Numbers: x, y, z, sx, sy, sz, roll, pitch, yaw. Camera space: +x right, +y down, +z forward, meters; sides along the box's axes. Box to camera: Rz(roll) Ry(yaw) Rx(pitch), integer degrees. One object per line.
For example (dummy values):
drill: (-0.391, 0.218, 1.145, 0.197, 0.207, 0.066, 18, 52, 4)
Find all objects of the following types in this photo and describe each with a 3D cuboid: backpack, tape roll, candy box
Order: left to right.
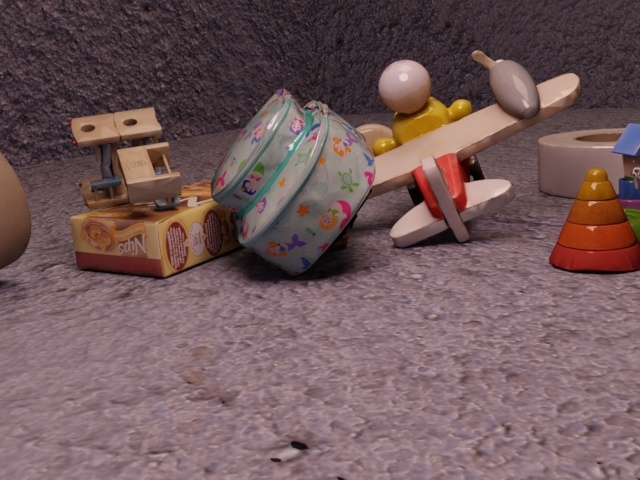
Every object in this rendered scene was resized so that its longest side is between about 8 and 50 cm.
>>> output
candy box: (-0.215, -0.029, 1.262, 0.183, 0.087, 0.316, 3, 15, 32)
backpack: (-0.037, -0.081, 1.096, 0.191, 0.225, 0.253, 33, 16, -24)
tape roll: (0.563, -0.152, 1.504, 0.286, 0.100, 0.286, -5, 13, 1)

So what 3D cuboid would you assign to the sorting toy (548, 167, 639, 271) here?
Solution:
sorting toy: (0.416, -0.061, 1.108, 0.127, 0.126, 0.366, 3, 16, 31)

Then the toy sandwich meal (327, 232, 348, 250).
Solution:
toy sandwich meal: (0.000, 0.000, 1.205, 0.086, 0.029, 0.085, -10, 22, 4)

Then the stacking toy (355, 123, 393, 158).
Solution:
stacking toy: (0.109, -0.203, 1.825, 0.141, 0.141, 0.330, -5, 9, -1)

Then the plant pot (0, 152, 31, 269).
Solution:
plant pot: (-0.565, -0.003, 1.005, 0.257, 0.256, 0.274, 1, 30, 22)

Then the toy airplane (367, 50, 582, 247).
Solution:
toy airplane: (0.169, -0.157, 1.269, 0.386, 0.272, 0.384, -34, 16, -30)

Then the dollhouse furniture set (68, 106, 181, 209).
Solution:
dollhouse furniture set: (-0.288, -0.088, 1.165, 0.129, 0.129, 0.183, -12, 44, -18)

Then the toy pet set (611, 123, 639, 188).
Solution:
toy pet set: (0.426, -0.109, 0.959, 0.122, 0.065, 0.114, -17, 19, -15)
